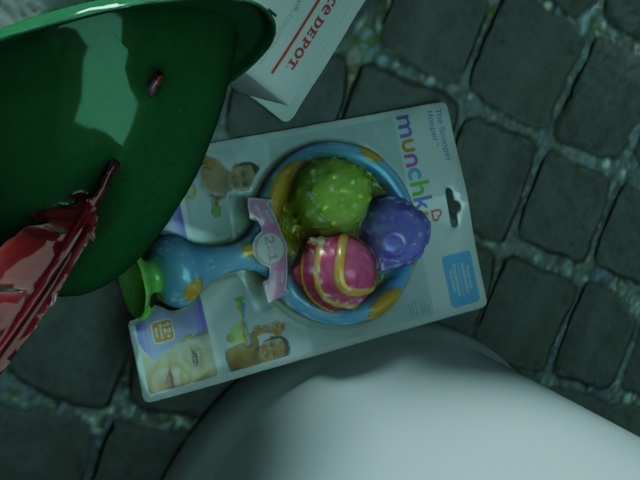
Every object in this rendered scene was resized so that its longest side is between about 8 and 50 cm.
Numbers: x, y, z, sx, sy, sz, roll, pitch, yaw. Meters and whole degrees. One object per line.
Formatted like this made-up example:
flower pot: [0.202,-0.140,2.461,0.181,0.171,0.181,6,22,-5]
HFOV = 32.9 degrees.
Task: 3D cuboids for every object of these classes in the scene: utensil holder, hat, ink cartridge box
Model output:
utensil holder: [0.115,0.251,0.595,0.327,0.385,0.328,-9,108,-29]
hat: [-0.094,0.012,0.489,0.208,0.173,0.184,-18,82,2]
ink cartridge box: [-0.040,-0.146,0.579,0.180,0.060,0.104,34,84,-34]

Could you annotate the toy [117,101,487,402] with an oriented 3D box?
toy: [0.000,0.000,0.633,0.237,0.056,0.137,-13,94,-24]
